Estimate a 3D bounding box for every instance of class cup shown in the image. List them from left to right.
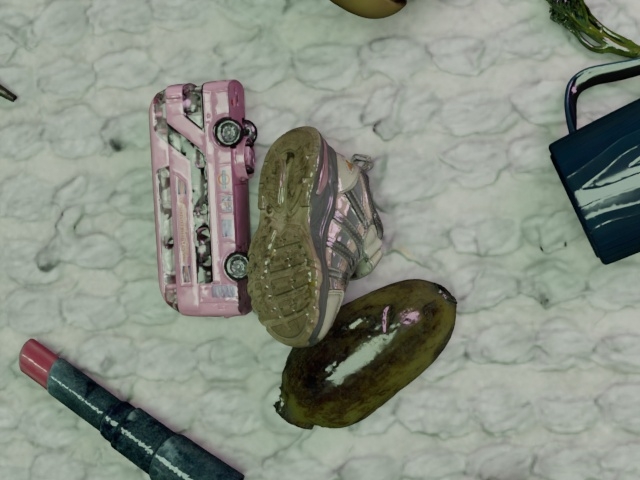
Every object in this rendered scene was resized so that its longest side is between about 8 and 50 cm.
[{"bbox_3d":[0.259,-0.066,0.860,0.138,0.150,0.113,-25,129,13],"label":"cup"}]

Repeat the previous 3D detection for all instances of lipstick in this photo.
[{"bbox_3d":[-0.176,0.163,0.974,0.234,0.053,0.053,35,99,8],"label":"lipstick"}]

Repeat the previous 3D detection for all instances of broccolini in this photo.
[{"bbox_3d":[0.262,-0.165,0.885,0.194,0.054,0.052,25,128,1],"label":"broccolini"}]

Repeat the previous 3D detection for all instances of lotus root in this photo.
[{"bbox_3d":[0.035,0.095,0.914,0.179,0.080,0.089,-39,86,8],"label":"lotus root"}]

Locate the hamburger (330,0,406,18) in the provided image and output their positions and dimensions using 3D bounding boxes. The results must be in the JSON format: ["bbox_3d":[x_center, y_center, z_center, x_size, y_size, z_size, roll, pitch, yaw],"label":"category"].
[{"bbox_3d":[0.038,-0.253,0.854,0.137,0.175,0.175,-39,86,22],"label":"hamburger"}]

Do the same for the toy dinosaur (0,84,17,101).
[{"bbox_3d":[-0.398,-0.109,1.015,0.178,0.087,0.187,17,116,-27],"label":"toy dinosaur"}]

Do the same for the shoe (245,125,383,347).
[{"bbox_3d":[0.000,0.000,0.903,0.089,0.092,0.180,-7,77,47],"label":"shoe"}]

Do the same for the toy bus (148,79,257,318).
[{"bbox_3d":[-0.098,-0.035,0.940,0.090,0.063,0.203,-1,94,11],"label":"toy bus"}]
